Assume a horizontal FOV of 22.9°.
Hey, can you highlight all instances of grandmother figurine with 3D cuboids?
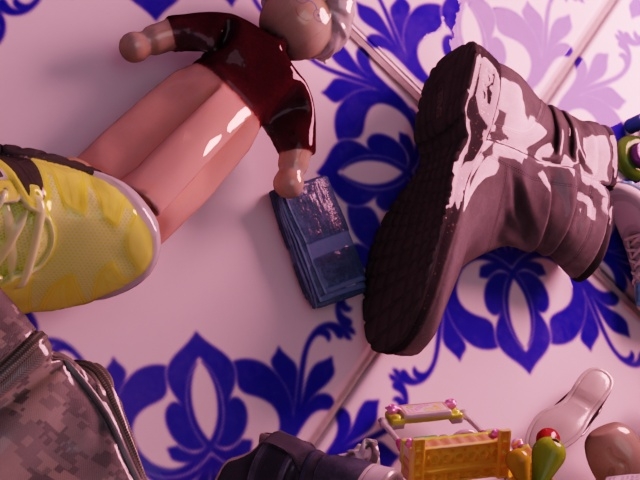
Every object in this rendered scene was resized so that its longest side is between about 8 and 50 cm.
[{"bbox_3d":[-0.082,-0.124,1.418,0.208,0.104,0.342,49,61,-17],"label":"grandmother figurine"}]

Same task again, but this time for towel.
[{"bbox_3d":[0.000,0.000,1.466,0.067,0.029,0.119,-18,84,-33],"label":"towel"}]

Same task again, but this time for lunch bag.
[{"bbox_3d":[-0.258,0.174,1.115,0.256,0.305,0.212,48,61,-5],"label":"lunch bag"}]

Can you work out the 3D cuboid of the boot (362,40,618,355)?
[{"bbox_3d":[0.182,-0.010,1.526,0.223,0.118,0.338,30,67,-24],"label":"boot"}]

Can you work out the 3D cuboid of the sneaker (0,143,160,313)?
[{"bbox_3d":[-0.305,-0.007,1.206,0.385,0.147,0.145,8,101,-21],"label":"sneaker"}]

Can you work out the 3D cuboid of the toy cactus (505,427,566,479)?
[{"bbox_3d":[0.146,0.259,1.316,0.112,0.180,0.219,39,90,-6],"label":"toy cactus"}]

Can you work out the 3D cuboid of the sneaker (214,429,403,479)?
[{"bbox_3d":[-0.018,0.266,1.350,0.086,0.163,0.226,-36,137,-55],"label":"sneaker"}]

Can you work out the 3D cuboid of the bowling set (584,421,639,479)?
[{"bbox_3d":[0.419,0.194,1.563,0.154,0.287,0.200,65,24,-5],"label":"bowling set"}]

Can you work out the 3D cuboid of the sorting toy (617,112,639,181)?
[{"bbox_3d":[0.356,-0.110,1.689,0.102,0.042,0.061,-41,97,-31],"label":"sorting toy"}]

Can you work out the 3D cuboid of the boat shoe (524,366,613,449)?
[{"bbox_3d":[0.240,0.174,1.543,0.046,0.038,0.125,32,56,20],"label":"boat shoe"}]

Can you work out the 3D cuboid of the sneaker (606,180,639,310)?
[{"bbox_3d":[0.345,0.027,1.630,0.083,0.071,0.190,-39,96,-26],"label":"sneaker"}]

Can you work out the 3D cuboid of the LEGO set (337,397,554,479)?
[{"bbox_3d":[0.146,0.218,1.454,0.287,0.107,0.132,19,99,-23],"label":"LEGO set"}]

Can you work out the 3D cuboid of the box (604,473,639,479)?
[{"bbox_3d":[0.325,0.265,1.442,0.126,0.137,0.072,-43,123,-68],"label":"box"}]
